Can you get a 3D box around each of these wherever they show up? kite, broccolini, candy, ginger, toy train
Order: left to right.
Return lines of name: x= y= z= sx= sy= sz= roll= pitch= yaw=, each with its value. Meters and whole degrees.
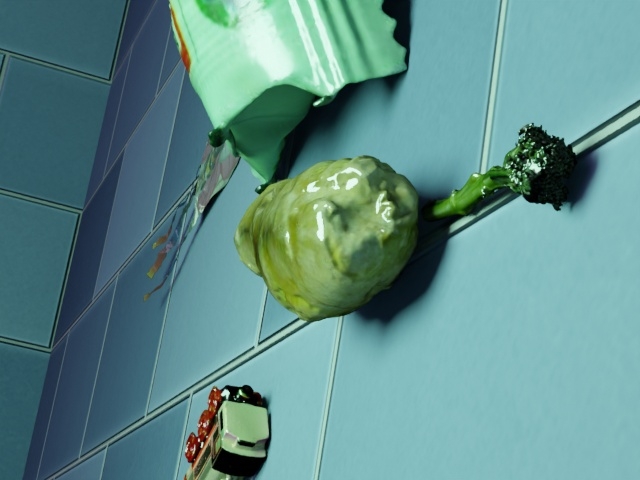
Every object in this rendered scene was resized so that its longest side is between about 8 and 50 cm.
kite: x=-0.158 y=-0.078 z=1.799 sx=0.204 sy=0.022 sz=0.360 roll=-93 pitch=27 yaw=-45
toy train: x=-0.090 y=0.197 z=1.270 sx=0.087 sy=0.050 sz=0.138 roll=-97 pitch=26 yaw=-44
candy: x=-0.063 y=-0.199 z=1.301 sx=0.398 sy=0.172 sz=0.263 roll=137 pitch=120 yaw=-73
ginger: x=0.000 y=0.000 z=1.037 sx=0.116 sy=0.109 sz=0.263 roll=69 pitch=166 yaw=-6
broccolini: x=0.101 y=-0.037 z=0.852 sx=0.218 sy=0.042 sz=0.044 roll=169 pitch=116 yaw=-74
